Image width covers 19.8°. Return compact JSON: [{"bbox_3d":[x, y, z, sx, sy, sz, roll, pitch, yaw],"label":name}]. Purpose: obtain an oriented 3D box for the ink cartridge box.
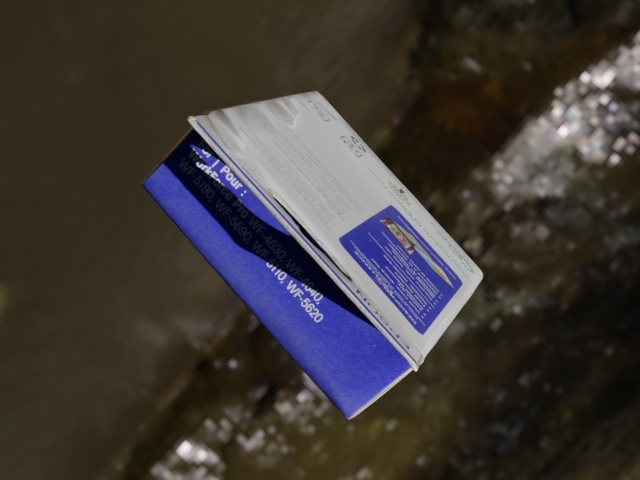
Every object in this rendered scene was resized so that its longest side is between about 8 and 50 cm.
[{"bbox_3d":[0.000,0.000,1.001,0.065,0.165,0.333,-42,177,11],"label":"ink cartridge box"}]
